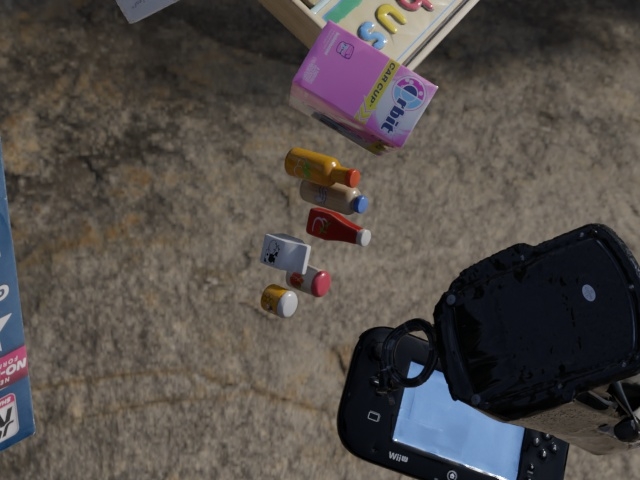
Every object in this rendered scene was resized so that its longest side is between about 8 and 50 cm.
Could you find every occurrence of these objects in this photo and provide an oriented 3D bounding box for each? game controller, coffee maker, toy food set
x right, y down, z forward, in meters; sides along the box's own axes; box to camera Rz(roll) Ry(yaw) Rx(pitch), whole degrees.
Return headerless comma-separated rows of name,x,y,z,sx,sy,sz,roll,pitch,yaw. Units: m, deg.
game controller,0.170,0.227,1.156,0.319,0.067,0.166,22,59,-15
coffee maker,0.159,0.073,0.617,0.171,0.178,0.120,0,72,36
toy food set,0.000,0.000,1.256,0.104,0.232,0.111,19,12,33

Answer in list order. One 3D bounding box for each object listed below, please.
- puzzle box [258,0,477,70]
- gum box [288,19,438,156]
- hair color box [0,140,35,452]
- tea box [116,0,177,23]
puzzle box,0.098,-0.390,1.225,0.272,0.052,0.409,43,63,-3
gum box,0.032,-0.132,0.856,0.107,0.062,0.188,31,1,-4
hair color box,-0.286,-0.020,0.591,0.174,0.347,0.105,30,40,33
tea box,-0.118,-0.442,1.018,0.329,0.220,0.323,-27,29,3
